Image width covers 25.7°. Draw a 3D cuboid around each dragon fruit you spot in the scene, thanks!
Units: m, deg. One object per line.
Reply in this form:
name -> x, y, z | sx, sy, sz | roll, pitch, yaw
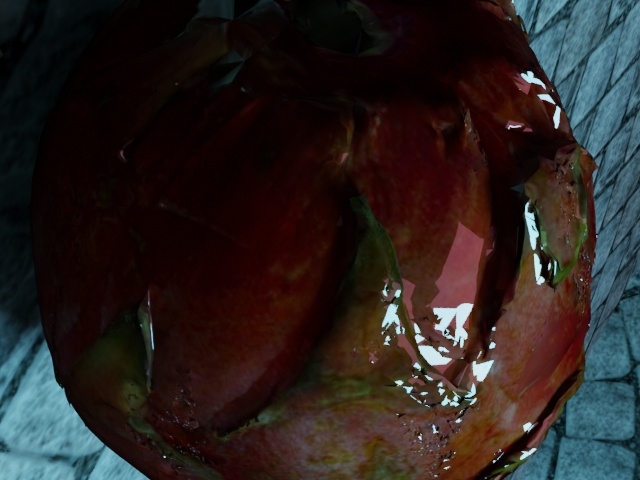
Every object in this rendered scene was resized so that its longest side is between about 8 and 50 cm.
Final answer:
dragon fruit -> 0.000, 0.000, 0.697 | 0.295, 0.296, 0.301 | -43, 156, -40

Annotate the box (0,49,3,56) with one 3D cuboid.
box -> -0.169, -0.083, 0.579 | 0.053, 0.024, 0.083 | -56, 160, -15
